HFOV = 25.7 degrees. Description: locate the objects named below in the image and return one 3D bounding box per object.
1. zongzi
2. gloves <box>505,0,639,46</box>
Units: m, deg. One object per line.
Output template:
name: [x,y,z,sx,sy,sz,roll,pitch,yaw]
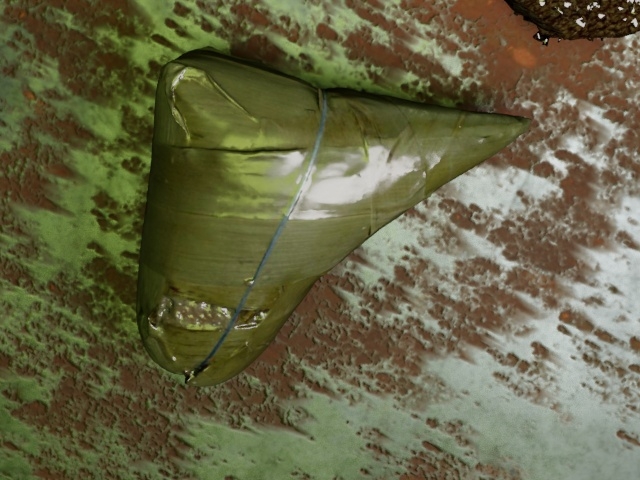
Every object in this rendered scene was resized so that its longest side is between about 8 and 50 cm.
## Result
zongzi: [0.000,0.000,1.503,0.392,0.174,0.356,9,109,-6]
gloves: [0.318,-0.307,1.416,0.312,0.135,0.210,-28,120,15]
